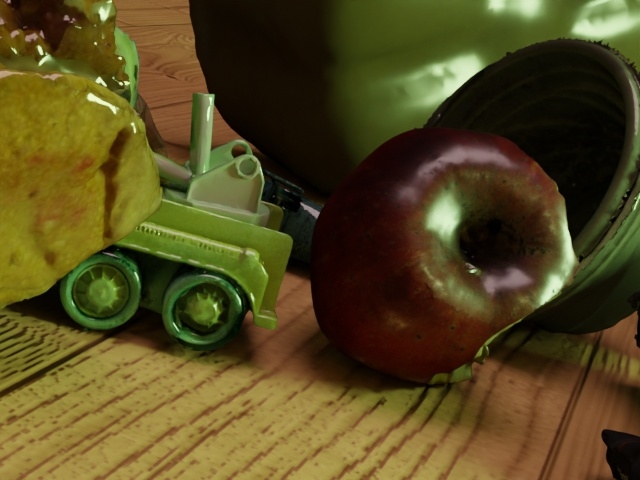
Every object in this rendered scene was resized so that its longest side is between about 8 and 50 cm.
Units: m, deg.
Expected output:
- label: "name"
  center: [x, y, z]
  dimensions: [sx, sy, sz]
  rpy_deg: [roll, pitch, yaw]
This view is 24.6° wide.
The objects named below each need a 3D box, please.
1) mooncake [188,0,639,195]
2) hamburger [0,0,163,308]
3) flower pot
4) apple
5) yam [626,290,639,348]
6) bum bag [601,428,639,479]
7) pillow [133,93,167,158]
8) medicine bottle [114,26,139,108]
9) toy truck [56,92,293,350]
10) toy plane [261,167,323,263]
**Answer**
- label: "mooncake"
  center: [0.120, -0.236, 1.354]
  dimensions: [0.467, 0.467, 0.262]
  rpy_deg: [6, 22, -40]
- label: "hamburger"
  center: [-0.203, -0.046, 0.668]
  dimensions: [0.155, 0.245, 0.282]
  rpy_deg: [49, 14, 30]
- label: "flower pot"
  center: [0.174, -0.019, 1.076]
  dimensions: [0.140, 0.235, 0.235]
  rpy_deg: [37, -1, -36]
- label: "apple"
  center: [0.063, 0.011, 0.893]
  dimensions: [0.147, 0.156, 0.158]
  rpy_deg: [14, -15, -13]
- label: "yam"
  center: [0.267, 0.087, 0.899]
  dimensions: [0.131, 0.131, 0.279]
  rpy_deg: [17, 16, -1]
- label: "bum bag"
  center: [0.181, 0.134, 0.775]
  dimensions: [0.058, 0.034, 0.124]
  rpy_deg: [25, 13, -7]
- label: "pillow"
  center: [-0.239, -0.145, 1.161]
  dimensions: [0.236, 0.084, 0.223]
  rpy_deg: [28, -18, 17]
- label: "medicine bottle"
  center: [-0.214, -0.096, 0.975]
  dimensions: [0.143, 0.147, 0.147]
  rpy_deg: [18, 13, 13]
- label: "toy truck"
  center: [-0.145, -0.034, 0.843]
  dimensions: [0.260, 0.135, 0.128]
  rpy_deg: [12, 14, -9]
- label: "toy plane"
  center: [0.000, 0.000, 1.063]
  dimensions: [0.096, 0.060, 0.235]
  rpy_deg: [24, 3, -37]
